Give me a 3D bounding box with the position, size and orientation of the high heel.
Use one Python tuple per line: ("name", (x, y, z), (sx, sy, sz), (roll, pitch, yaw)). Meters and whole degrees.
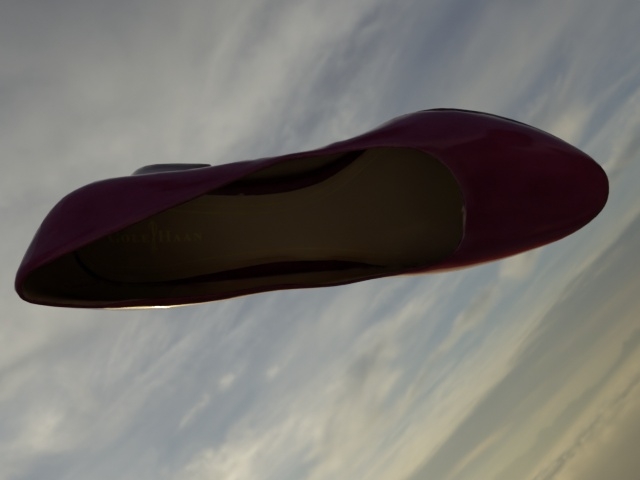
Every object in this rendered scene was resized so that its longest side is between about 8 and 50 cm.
("high heel", (0.000, 0.000, 0.493), (0.181, 0.377, 0.127), (-63, -35, -64))
